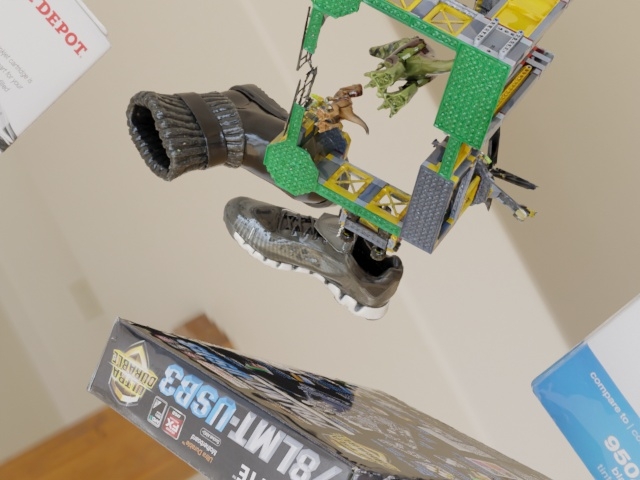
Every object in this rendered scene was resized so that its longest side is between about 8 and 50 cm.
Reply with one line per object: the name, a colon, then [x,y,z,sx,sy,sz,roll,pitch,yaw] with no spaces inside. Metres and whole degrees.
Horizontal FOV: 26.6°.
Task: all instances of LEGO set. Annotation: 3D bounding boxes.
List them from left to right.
LEGO set: [0.099,-0.160,1.269,0.192,0.255,0.331,-48,-27,-42]

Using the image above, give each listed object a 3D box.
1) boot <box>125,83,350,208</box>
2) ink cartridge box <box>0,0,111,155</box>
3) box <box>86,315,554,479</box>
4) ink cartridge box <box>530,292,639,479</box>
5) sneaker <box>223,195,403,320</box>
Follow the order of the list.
boot: [-0.144,-0.150,2.296,0.260,0.348,0.131,-11,-53,-44]
ink cartridge box: [-0.271,-0.128,0.943,0.203,0.086,0.148,-46,-43,-7]
box: [0.025,0.159,0.997,0.293,0.073,0.296,18,3,-42]
ink cartridge box: [0.398,0.043,1.062,0.285,0.166,0.395,-23,-19,-36]
sneaker: [0.000,0.000,1.597,0.106,0.234,0.078,-52,10,46]
